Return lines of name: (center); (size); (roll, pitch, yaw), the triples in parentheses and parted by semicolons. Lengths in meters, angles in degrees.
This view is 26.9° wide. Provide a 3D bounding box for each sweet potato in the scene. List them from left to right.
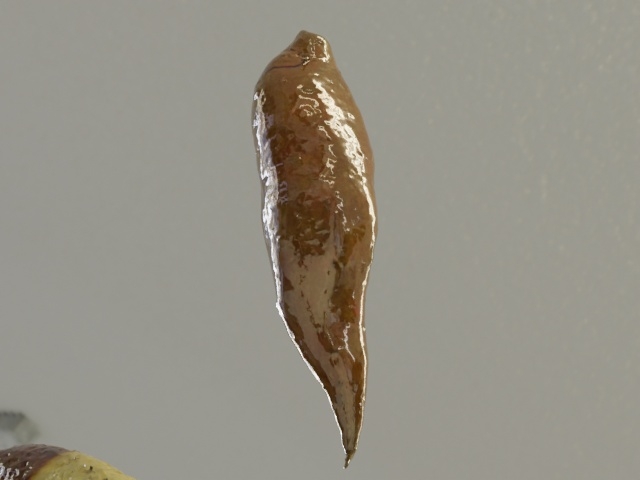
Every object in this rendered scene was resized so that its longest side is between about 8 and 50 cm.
sweet potato: (0.000, 0.000, 0.571); (0.056, 0.195, 0.056); (-4, -13, -1)

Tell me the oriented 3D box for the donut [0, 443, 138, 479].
donut: (-0.138, 0.163, 0.597); (0.184, 0.166, 0.073); (9, -37, 47)
